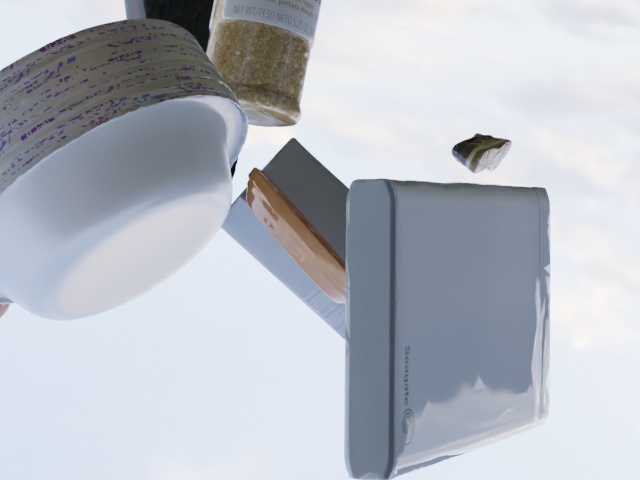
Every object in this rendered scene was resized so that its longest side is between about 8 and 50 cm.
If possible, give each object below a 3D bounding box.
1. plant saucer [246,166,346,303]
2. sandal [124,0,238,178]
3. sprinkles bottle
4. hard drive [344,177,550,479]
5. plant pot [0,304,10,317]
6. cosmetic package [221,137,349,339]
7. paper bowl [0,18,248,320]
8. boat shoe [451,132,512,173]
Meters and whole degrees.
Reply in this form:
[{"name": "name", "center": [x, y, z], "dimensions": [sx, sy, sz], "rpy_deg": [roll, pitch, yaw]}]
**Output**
[{"name": "plant saucer", "center": [-0.020, 0.001, 1.663], "dimensions": [0.200, 0.037, 0.200], "rpy_deg": [49, -179, -1]}, {"name": "sandal", "center": [-0.191, -0.220, 1.846], "dimensions": [0.167, 0.446, 0.107], "rpy_deg": [-2, -174, -37]}, {"name": "sprinkles bottle", "center": [-0.048, -0.307, 1.615], "dimensions": [0.121, 0.355, 0.121], "rpy_deg": [10, 174, 1]}, {"name": "hard drive", "center": [0.121, 0.066, 1.279], "dimensions": [0.047, 0.233, 0.353], "rpy_deg": [1, -179, 29]}, {"name": "plant pot", "center": [-0.491, 0.023, 1.612], "dimensions": [0.236, 0.267, 0.267], "rpy_deg": [2, -156, 13]}, {"name": "cosmetic package", "center": [0.000, 0.000, 1.872], "dimensions": [0.238, 0.107, 0.127], "rpy_deg": [42, -122, 0]}, {"name": "paper bowl", "center": [-0.188, -0.042, 1.231], "dimensions": [0.284, 0.284, 0.148], "rpy_deg": [-16, -115, -45]}, {"name": "boat shoe", "center": [0.227, -0.128, 2.067], "dimensions": [0.049, 0.056, 0.152], "rpy_deg": [35, -164, 16]}]
